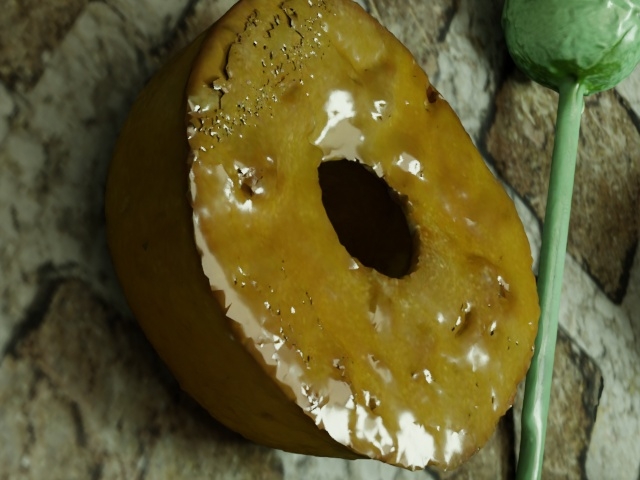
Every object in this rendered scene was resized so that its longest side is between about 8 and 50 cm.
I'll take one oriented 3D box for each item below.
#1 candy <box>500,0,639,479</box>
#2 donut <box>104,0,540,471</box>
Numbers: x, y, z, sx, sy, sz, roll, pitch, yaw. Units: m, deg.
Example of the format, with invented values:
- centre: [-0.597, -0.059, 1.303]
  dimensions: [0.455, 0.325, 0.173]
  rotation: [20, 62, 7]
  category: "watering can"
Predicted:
- centre: [0.171, -0.026, 1.031]
  dimensions: [0.119, 0.119, 0.439]
  rotation: [24, 67, -40]
  category: "candy"
- centre: [-0.001, -0.002, 0.811]
  dimensions: [0.278, 0.108, 0.277]
  rotation: [19, 62, -42]
  category: "donut"
